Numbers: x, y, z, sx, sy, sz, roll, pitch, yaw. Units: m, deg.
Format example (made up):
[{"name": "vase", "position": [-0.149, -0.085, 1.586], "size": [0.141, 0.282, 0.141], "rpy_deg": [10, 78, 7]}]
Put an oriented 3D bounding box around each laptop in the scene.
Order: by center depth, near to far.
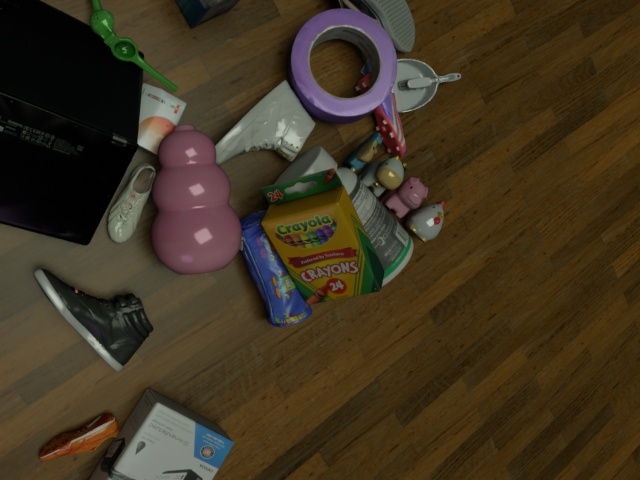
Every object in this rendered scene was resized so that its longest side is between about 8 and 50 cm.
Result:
[{"name": "laptop", "position": [-0.597, -0.258, 1.212], "size": [0.382, 0.236, 0.408], "rpy_deg": [20, 109, -38]}]

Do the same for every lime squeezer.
[{"name": "lime squeezer", "position": [-0.442, -0.444, 1.299], "size": [0.059, 0.110, 0.310], "rpy_deg": [-37, 101, 8]}]

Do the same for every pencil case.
[{"name": "pencil case", "position": [-0.123, 0.071, 1.481], "size": [0.133, 0.119, 0.306], "rpy_deg": [-30, 106, -42]}]

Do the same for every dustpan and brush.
[{"name": "dustpan and brush", "position": [0.305, -0.456, 1.695], "size": [0.211, 0.060, 0.147], "rpy_deg": [-15, 99, -24]}]

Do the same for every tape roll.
[{"name": "tape roll", "position": [0.055, -0.445, 1.519], "size": [0.274, 0.090, 0.275], "rpy_deg": [0, 87, -10]}]

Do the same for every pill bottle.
[{"name": "pill bottle", "position": [0.056, -0.055, 1.517], "size": [0.361, 0.204, 0.204], "rpy_deg": [46, 74, -20]}]

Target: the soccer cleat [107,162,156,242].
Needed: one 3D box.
[{"name": "soccer cleat", "position": [-0.432, -0.087, 1.347], "size": [0.068, 0.076, 0.196], "rpy_deg": [24, 82, -25]}]

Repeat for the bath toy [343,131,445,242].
[{"name": "bath toy", "position": [0.226, -0.138, 1.622], "size": [0.348, 0.151, 0.129], "rpy_deg": [42, 90, -23]}]

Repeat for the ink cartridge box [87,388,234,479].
[{"name": "ink cartridge box", "position": [-0.386, 0.542, 1.373], "size": [0.223, 0.129, 0.307], "rpy_deg": [37, 77, -23]}]

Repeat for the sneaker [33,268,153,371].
[{"name": "sneaker", "position": [-0.495, 0.143, 1.320], "size": [0.147, 0.104, 0.296], "rpy_deg": [-44, 115, -19]}]

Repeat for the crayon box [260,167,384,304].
[{"name": "crayon box", "position": [0.000, 0.000, 1.390], "size": [0.319, 0.202, 0.081], "rpy_deg": [62, 28, -29]}]

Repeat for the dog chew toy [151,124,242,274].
[{"name": "dog chew toy", "position": [-0.291, -0.094, 1.341], "size": [0.206, 0.206, 0.332], "rpy_deg": [-9, 98, -25]}]

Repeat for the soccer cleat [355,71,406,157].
[{"name": "soccer cleat", "position": [0.188, -0.352, 1.635], "size": [0.095, 0.083, 0.248], "rpy_deg": [-35, 104, -21]}]

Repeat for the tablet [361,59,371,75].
[{"name": "tablet", "position": [0.151, -0.488, 1.649], "size": [0.054, 0.006, 0.083], "rpy_deg": [33, 78, -23]}]

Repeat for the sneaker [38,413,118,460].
[{"name": "sneaker", "position": [-0.543, 0.459, 1.332], "size": [0.175, 0.064, 0.067], "rpy_deg": [-19, 111, -21]}]

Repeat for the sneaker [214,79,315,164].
[{"name": "sneaker", "position": [-0.135, -0.247, 1.467], "size": [0.292, 0.108, 0.169], "rpy_deg": [-46, 107, -18]}]

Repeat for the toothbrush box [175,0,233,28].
[{"name": "toothbrush box", "position": [-0.289, -0.660, 1.311], "size": [0.126, 0.216, 0.296], "rpy_deg": [-34, 107, -21]}]

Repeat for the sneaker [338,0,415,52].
[{"name": "sneaker", "position": [0.141, -0.621, 1.583], "size": [0.321, 0.127, 0.126], "rpy_deg": [34, 68, -49]}]

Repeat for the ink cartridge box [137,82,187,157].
[{"name": "ink cartridge box", "position": [-0.419, -0.296, 1.362], "size": [0.179, 0.045, 0.145], "rpy_deg": [27, 80, -27]}]
